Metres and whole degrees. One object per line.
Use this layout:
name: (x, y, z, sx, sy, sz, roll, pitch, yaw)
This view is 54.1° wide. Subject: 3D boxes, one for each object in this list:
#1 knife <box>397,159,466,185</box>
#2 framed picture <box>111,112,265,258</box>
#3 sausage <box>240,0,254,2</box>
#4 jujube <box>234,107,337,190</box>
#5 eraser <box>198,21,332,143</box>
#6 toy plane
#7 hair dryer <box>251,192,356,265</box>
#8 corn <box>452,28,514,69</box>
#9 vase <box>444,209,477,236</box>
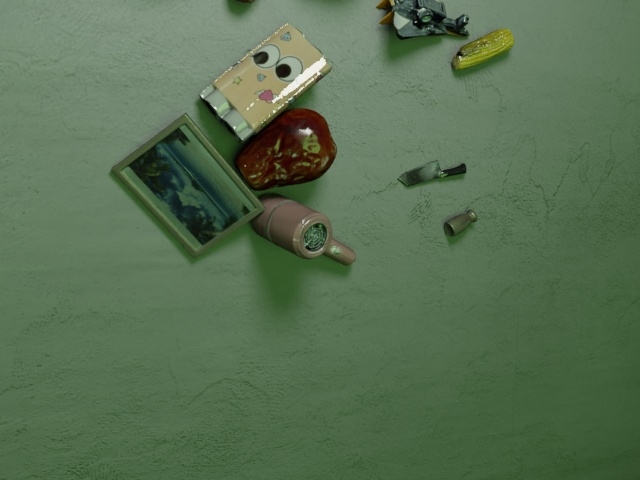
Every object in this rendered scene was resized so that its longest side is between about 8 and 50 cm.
knife: (0.332, -0.205, 1.871, 0.230, 0.028, 0.060, -15, 100, -17)
framed picture: (-0.321, -0.126, 1.549, 0.232, 0.024, 0.315, -35, 119, 8)
sausage: (-0.145, -0.759, 1.424, 0.094, 0.094, 0.419, 0, 106, -29)
jujube: (-0.088, -0.222, 1.583, 0.255, 0.190, 0.190, -30, 117, -3)
eraser: (-0.130, -0.381, 1.531, 0.290, 0.087, 0.171, -41, 76, -8)
toy plane: (0.304, -0.600, 1.681, 0.316, 0.103, 0.204, 3, 71, -29)
hair dryer: (0.000, 0.000, 1.690, 0.352, 0.210, 0.125, 27, 89, -43)
corn: (0.466, -0.546, 1.793, 0.203, 0.072, 0.072, -27, 116, -14)
vase: (0.437, -0.056, 1.949, 0.100, 0.053, 0.053, -29, 116, -20)
